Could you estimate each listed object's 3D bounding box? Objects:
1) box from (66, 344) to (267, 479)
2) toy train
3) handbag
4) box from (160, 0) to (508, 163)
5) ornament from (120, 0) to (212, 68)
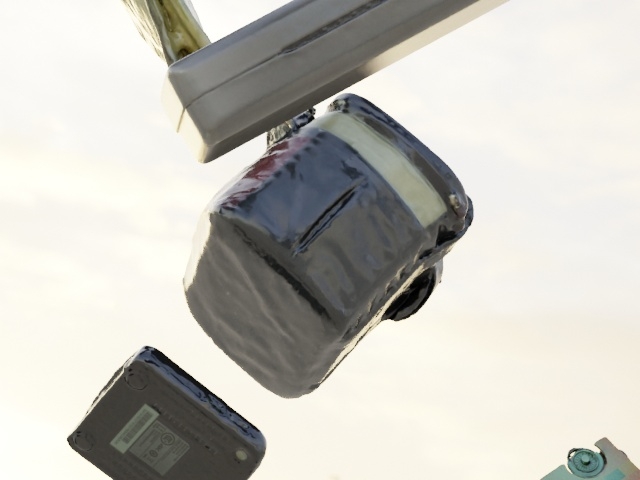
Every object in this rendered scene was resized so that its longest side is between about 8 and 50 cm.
[{"bbox_3d":[-0.111,0.148,1.348,0.125,0.027,0.126,38,-51,-4],"label":"box"},{"bbox_3d":[0.277,0.292,2.015,0.099,0.188,0.072,43,-29,35],"label":"toy train"},{"bbox_3d":[0.000,0.000,1.476,0.181,0.181,0.254,43,-24,9],"label":"handbag"},{"bbox_3d":[0.021,-0.129,1.120,0.244,0.055,0.103,-30,-3,-10],"label":"box"},{"bbox_3d":[-0.134,-0.199,1.585,0.059,0.201,0.180,-27,-53,-3],"label":"ornament"}]
